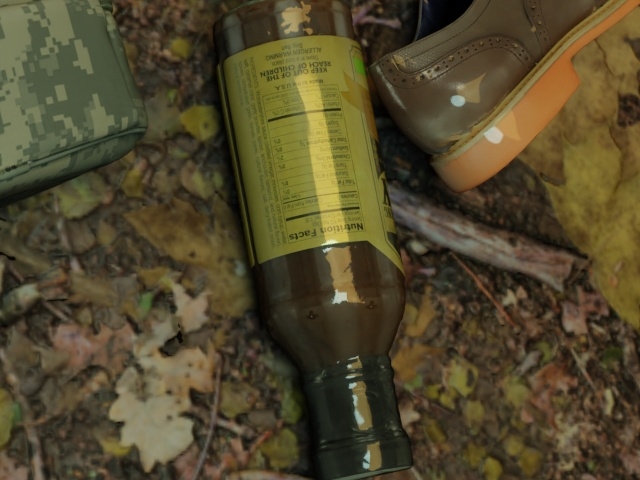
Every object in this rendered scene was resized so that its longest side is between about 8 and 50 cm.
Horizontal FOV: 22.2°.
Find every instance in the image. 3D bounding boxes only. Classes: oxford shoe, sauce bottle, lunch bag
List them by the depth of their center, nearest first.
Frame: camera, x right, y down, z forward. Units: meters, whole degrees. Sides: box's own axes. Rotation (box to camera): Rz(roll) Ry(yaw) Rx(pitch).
[{"bbox_3d":[-0.281,-0.129,0.976,0.305,0.213,0.256,-21,93,-51],"label":"lunch bag"},{"bbox_3d":[0.000,0.000,1.167,0.111,0.111,0.344,-6,80,-25],"label":"sauce bottle"},{"bbox_3d":[0.166,-0.201,1.264,0.133,0.130,0.363,45,53,-11],"label":"oxford shoe"}]
